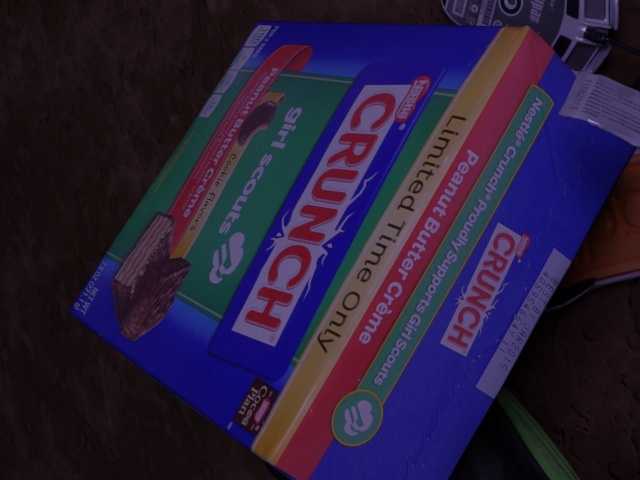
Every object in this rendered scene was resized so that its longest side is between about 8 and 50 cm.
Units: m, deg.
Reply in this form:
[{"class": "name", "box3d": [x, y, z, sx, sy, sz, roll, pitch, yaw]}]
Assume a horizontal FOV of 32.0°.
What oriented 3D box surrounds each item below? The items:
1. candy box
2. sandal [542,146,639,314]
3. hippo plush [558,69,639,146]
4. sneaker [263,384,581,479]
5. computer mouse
[{"class": "candy box", "box3d": [0.000, 0.000, 0.717, 0.317, 0.122, 0.268, 20, 76, 56]}, {"class": "sandal", "box3d": [0.145, -0.005, 0.716, 0.265, 0.076, 0.102, -23, 81, 50]}, {"class": "hippo plush", "box3d": [0.226, 0.075, 0.514, 0.294, 0.234, 0.236, 24, 127, 28]}, {"class": "sneaker", "box3d": [0.125, 0.223, 0.660, 0.483, 0.202, 0.185, 30, 112, 50]}, {"class": "computer mouse", "box3d": [0.157, -0.143, 0.698, 0.193, 0.042, 0.106, 36, 130, 33]}]
